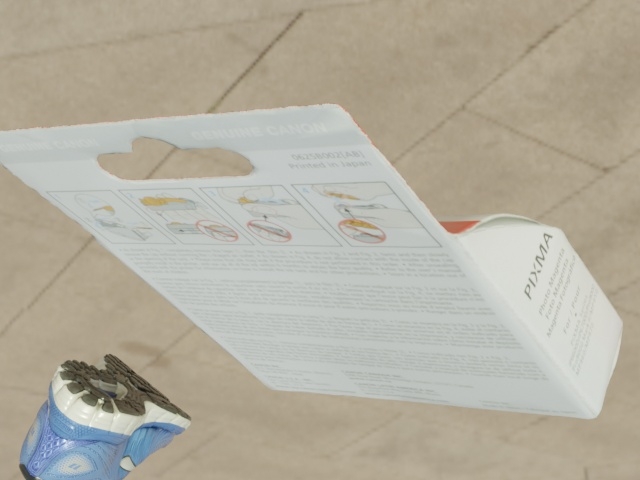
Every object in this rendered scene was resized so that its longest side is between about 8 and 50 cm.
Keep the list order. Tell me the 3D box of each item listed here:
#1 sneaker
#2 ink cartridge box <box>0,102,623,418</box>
[{"bbox_3d":[-0.255,0.220,1.267,0.130,0.147,0.330,37,180,14],"label":"sneaker"},{"bbox_3d":[0.000,0.000,0.473,0.189,0.066,0.232,0,144,36],"label":"ink cartridge box"}]
